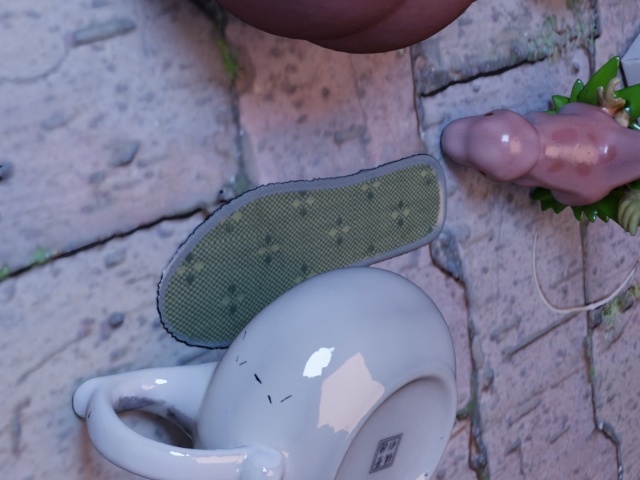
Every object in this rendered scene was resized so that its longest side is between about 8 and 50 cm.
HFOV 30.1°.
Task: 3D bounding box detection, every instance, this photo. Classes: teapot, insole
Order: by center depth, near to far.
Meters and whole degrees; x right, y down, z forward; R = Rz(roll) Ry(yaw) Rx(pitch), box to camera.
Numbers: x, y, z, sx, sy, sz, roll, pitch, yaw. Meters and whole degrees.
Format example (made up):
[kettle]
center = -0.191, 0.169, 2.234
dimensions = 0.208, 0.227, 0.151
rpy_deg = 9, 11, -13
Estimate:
[teapot]
center = -0.015, 0.110, 0.792
dimensions = 0.300, 0.166, 0.208
rpy_deg = 3, 123, -42
[insole]
center = 0.000, 0.000, 0.888
dimensions = 0.322, 0.007, 0.109
rpy_deg = -20, 113, -45

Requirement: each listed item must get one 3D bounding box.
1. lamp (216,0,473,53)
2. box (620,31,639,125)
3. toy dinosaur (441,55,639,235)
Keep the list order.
[lamp]
center = 0.033, -0.260, 0.693
dimensions = 0.305, 0.240, 0.305
rpy_deg = -13, 108, -46
[box]
center = 0.444, -0.144, 1.289
dimensions = 0.203, 0.116, 0.274
rpy_deg = -51, 131, -31
[toy dinosaur]
center = 0.217, -0.090, 1.015
dimensions = 0.177, 0.194, 0.152
rpy_deg = -9, 114, -70
